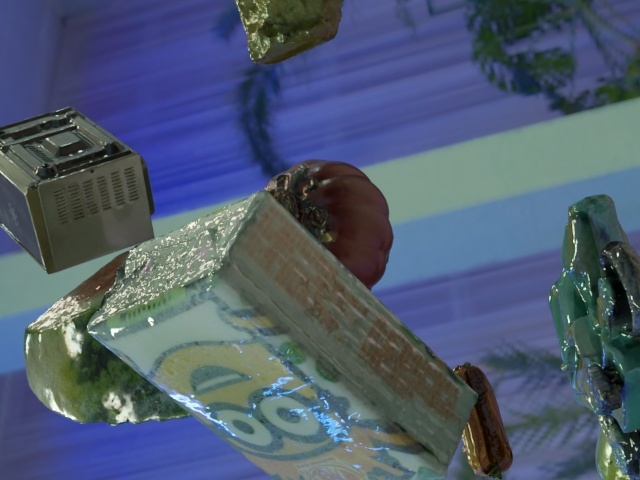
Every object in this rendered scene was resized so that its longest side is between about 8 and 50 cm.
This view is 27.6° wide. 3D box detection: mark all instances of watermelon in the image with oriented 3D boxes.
[{"bbox_3d":[-0.213,0.135,1.595,0.193,0.310,0.231,56,-135,-19],"label":"watermelon"}]

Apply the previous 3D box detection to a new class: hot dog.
[{"bbox_3d":[0.236,0.273,1.953,0.055,0.072,0.188,-47,50,54],"label":"hot dog"}]

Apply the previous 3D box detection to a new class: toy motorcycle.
[{"bbox_3d":[0.274,0.086,1.204,0.296,0.109,0.198,76,175,-47],"label":"toy motorcycle"}]

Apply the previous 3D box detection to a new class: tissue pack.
[{"bbox_3d":[-0.036,0.115,1.245,0.311,0.228,0.128,43,-126,-21],"label":"tissue pack"}]

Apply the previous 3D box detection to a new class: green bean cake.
[{"bbox_3d":[-0.061,-0.353,1.534,0.236,0.124,0.233,59,-157,-29],"label":"green bean cake"}]

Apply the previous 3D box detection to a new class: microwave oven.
[{"bbox_3d":[-0.353,-0.080,1.806,0.240,0.194,0.145,33,140,52],"label":"microwave oven"}]

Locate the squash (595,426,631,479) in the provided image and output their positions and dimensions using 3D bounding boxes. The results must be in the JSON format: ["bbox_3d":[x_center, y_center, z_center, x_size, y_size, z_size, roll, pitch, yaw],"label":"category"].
[{"bbox_3d":[0.482,0.237,1.924,0.118,0.118,0.370,-83,-4,-58],"label":"squash"}]

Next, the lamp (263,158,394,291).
[{"bbox_3d":[0.000,0.000,1.788,0.227,0.227,0.226,-14,-90,-78],"label":"lamp"}]
